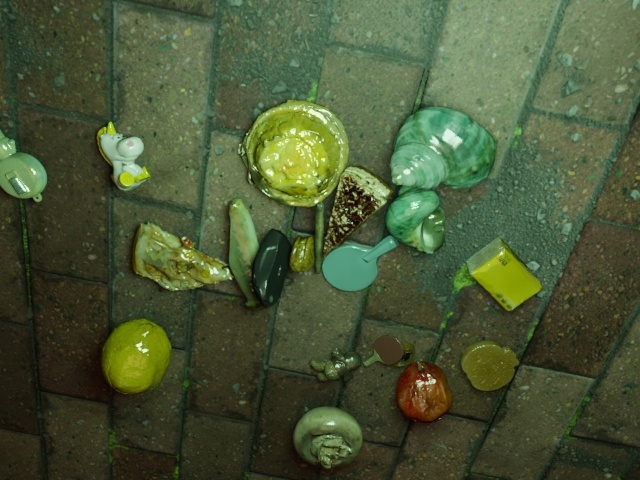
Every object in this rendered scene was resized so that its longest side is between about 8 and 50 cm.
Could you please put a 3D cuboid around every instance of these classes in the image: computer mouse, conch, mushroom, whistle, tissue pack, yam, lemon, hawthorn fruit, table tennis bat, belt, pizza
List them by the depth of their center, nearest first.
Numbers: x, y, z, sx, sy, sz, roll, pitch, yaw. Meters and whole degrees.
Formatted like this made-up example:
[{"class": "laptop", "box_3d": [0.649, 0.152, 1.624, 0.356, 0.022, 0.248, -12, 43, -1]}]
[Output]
[{"class": "conch", "box_3d": [0.273, -0.206, 1.290, 0.277, 0.195, 0.220, -28, 103, -22]}, {"class": "conch", "box_3d": [0.245, -0.063, 1.392, 0.176, 0.122, 0.188, -8, 121, -21]}, {"class": "whistle", "box_3d": [-0.817, -0.212, 1.437, 0.126, 0.067, 0.258, -20, 112, 14]}, {"class": "computer mouse", "box_3d": [-0.136, 0.074, 1.450, 0.074, 0.217, 0.122, 6, 149, 21]}, {"class": "yam", "box_3d": [-0.001, 0.000, 1.453, 0.029, 0.027, 0.234, -8, 129, -11]}, {"class": "tissue pack", "box_3d": [0.493, 0.092, 1.472, 0.120, 0.082, 0.169, -41, 107, 21]}, {"class": "mushroom", "box_3d": [-0.205, 0.048, 1.511, 0.107, 0.087, 0.333, -14, 112, 10]}, {"class": "table tennis bat", "box_3d": [0.113, 0.056, 1.515, 0.237, 0.038, 0.149, -35, 108, 25]}, {"class": "pizza", "box_3d": [-0.392, 0.071, 1.546, 0.297, 0.071, 0.189, 24, 117, -8]}, {"class": "lemon", "box_3d": [-0.549, 0.348, 1.633, 0.204, 0.204, 0.260, 21, 116, -6]}, {"class": "hawthorn fruit", "box_3d": [0.313, 0.457, 1.640, 0.174, 0.173, 0.179, 22, 119, -7]}, {"class": "table tennis bat", "box_3d": [0.187, 0.343, 1.654, 0.156, 0.013, 0.087, -43, 79, 33]}, {"class": "belt", "box_3d": [0.252, 0.346, 1.655, 0.059, 0.036, 0.083, 36, 115, -21]}, {"class": "mushroom", "box_3d": [0.024, 0.643, 1.752, 0.227, 0.178, 0.226, -1, 126, -1]}]

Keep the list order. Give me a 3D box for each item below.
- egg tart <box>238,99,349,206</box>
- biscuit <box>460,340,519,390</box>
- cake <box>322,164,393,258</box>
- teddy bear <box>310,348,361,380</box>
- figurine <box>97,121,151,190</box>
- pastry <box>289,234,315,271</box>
[{"class": "egg tart", "box_3d": [-0.070, -0.205, 1.351, 0.291, 0.107, 0.290, 2, 117, 4]}, {"class": "biscuit", "box_3d": [0.506, 0.366, 1.638, 0.170, 0.050, 0.170, 0, 111, -1]}, {"class": "cake", "box_3d": [0.057, -0.081, 1.405, 0.135, 0.112, 0.246, 48, 126, 3]}, {"class": "teddy bear", "box_3d": [0.048, 0.390, 1.672, 0.160, 0.078, 0.119, -22, 110, 17]}, {"class": "figurine", "box_3d": [-0.510, -0.214, 1.399, 0.130, 0.109, 0.178, 5, 117, 28]}, {"class": "pastry", "box_3d": [-0.048, 0.034, 1.481, 0.057, 0.109, 0.097, 9, 162, 12]}]
